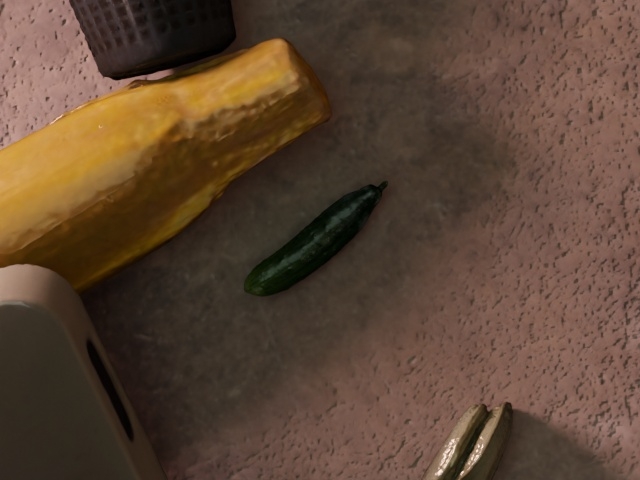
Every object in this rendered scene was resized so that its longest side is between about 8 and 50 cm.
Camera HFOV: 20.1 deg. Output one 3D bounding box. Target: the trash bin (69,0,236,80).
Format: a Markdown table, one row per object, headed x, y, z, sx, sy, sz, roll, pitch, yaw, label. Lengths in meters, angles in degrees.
| x | y | z | sx | sy | sz | roll | pitch | yaw | label |
| --- | --- | --- | --- | --- | --- | --- | --- | --- | --- |
| -0.147 | -0.224 | 1.524 | 0.175 | 0.175 | 0.161 | -16 | 93 | 10 | trash bin |

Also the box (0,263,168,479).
| x | y | z | sx | sy | sz | roll | pitch | yaw | label |
| --- | --- | --- | --- | --- | --- | --- | --- | --- | --- |
| -0.314 | 0.227 | 1.488 | 0.373 | 0.090 | 0.367 | -17 | 113 | 11 | box |

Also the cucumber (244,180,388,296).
| x | y | z | sx | sy | sz | roll | pitch | yaw | label |
| --- | --- | --- | --- | --- | --- | --- | --- | --- | --- |
| 0.000 | 0.000 | 1.536 | 0.155 | 0.037 | 0.037 | -39 | 80 | 9 | cucumber |

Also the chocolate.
| x | y | z | sx | sy | sz | roll | pitch | yaw | label |
| --- | --- | --- | --- | --- | --- | --- | --- | --- | --- |
| -0.197 | -0.031 | 1.533 | 0.445 | 0.162 | 0.162 | -28 | 81 | 5 | chocolate |

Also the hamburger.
| x | y | z | sx | sy | sz | roll | pitch | yaw | label |
| --- | --- | --- | --- | --- | --- | --- | --- | --- | --- |
| 0.117 | 0.182 | 1.474 | 0.054 | 0.084 | 0.121 | 31 | 91 | 14 | hamburger |
